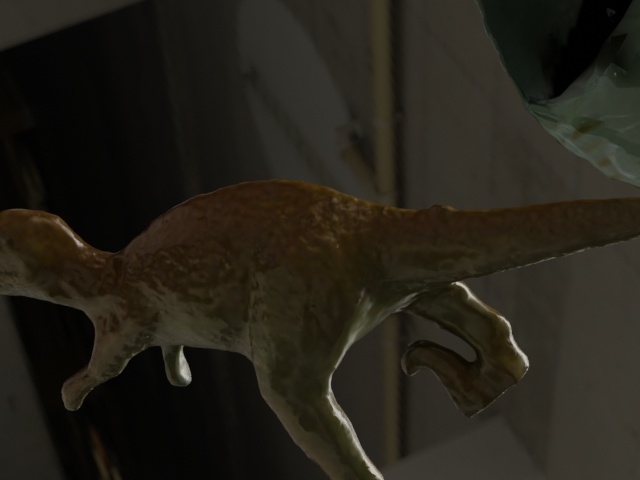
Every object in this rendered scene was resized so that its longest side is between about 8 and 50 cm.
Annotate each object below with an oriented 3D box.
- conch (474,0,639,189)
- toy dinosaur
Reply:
[{"bbox_3d":[0.153,-0.106,0.511,0.200,0.131,0.172,40,-52,18],"label":"conch"},{"bbox_3d":[0.000,0.000,0.366,0.126,0.162,0.039,41,25,-9],"label":"toy dinosaur"}]
